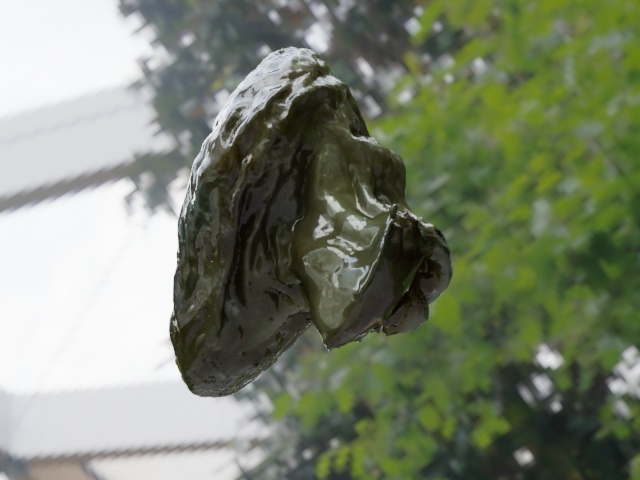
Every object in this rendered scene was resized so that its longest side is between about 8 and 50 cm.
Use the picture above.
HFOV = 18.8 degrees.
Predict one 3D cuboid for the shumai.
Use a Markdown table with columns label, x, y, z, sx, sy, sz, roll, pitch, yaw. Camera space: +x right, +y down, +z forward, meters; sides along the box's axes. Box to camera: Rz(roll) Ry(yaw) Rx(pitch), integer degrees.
| label | x | y | z | sx | sy | sz | roll | pitch | yaw |
| --- | --- | --- | --- | --- | --- | --- | --- | --- | --- |
| shumai | 0.000 | 0.000 | 1.103 | 0.161 | 0.153 | 0.209 | 32 | -107 | -63 |
